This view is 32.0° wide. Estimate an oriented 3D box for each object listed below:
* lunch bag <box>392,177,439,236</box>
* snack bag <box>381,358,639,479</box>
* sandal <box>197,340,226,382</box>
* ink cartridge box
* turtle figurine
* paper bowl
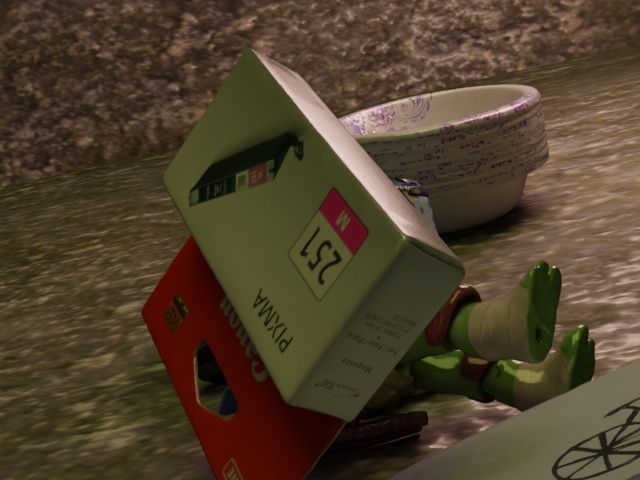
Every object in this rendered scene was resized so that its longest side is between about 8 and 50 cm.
[{"bbox_3d":[0.000,0.000,1.152,0.219,0.090,0.176,-17,-9,35],"label":"lunch bag"},{"bbox_3d":[0.149,0.136,0.576,0.323,0.037,0.342,-26,6,3],"label":"snack bag"},{"bbox_3d":[-0.026,0.066,1.048,0.219,0.090,0.060,-23,42,-12],"label":"sandal"},{"bbox_3d":[-0.049,0.029,0.770,0.060,0.239,0.275,24,19,-37],"label":"ink cartridge box"},{"bbox_3d":[0.068,0.041,0.849,0.266,0.197,0.275,1,23,33],"label":"turtle figurine"},{"bbox_3d":[0.148,-0.098,1.421,0.284,0.148,0.284,-12,13,3],"label":"paper bowl"}]
